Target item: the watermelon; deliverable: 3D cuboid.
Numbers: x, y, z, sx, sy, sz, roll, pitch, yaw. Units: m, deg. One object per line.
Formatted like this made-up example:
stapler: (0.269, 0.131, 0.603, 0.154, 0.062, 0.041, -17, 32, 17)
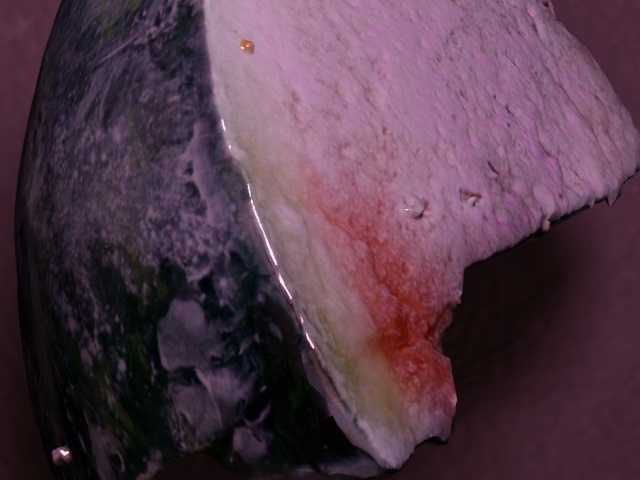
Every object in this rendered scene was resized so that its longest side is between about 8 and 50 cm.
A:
watermelon: (0.000, 0.000, 0.680, 0.213, 0.320, 0.289, 6, 135, -17)
